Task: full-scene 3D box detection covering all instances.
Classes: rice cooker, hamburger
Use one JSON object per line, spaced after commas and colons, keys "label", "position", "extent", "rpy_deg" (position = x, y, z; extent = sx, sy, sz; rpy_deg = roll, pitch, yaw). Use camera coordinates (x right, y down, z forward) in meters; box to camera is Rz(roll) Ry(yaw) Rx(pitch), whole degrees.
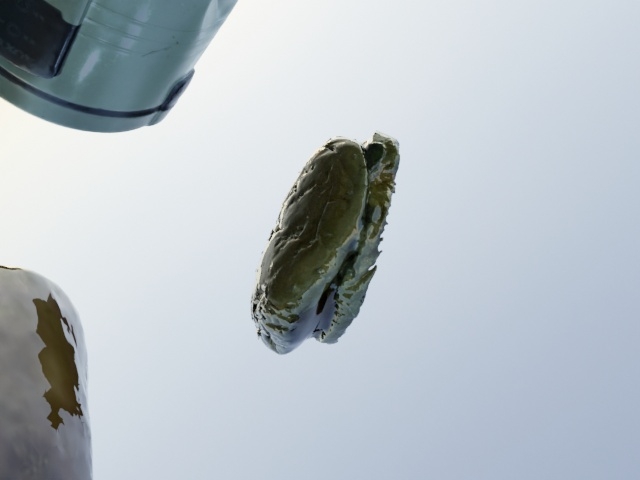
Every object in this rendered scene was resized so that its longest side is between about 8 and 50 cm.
{"label": "rice cooker", "position": [-0.190, -0.217, 0.534], "extent": [0.244, 0.226, 0.226], "rpy_deg": [-42, -153, 39]}
{"label": "hamburger", "position": [0.000, 0.000, 0.810], "extent": [0.265, 0.134, 0.285], "rpy_deg": [106, -2, -63]}

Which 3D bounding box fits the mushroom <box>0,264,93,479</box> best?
{"label": "mushroom", "position": [-0.208, 0.191, 0.314], "extent": [0.224, 0.314, 0.397], "rpy_deg": [-43, 178, 32]}
